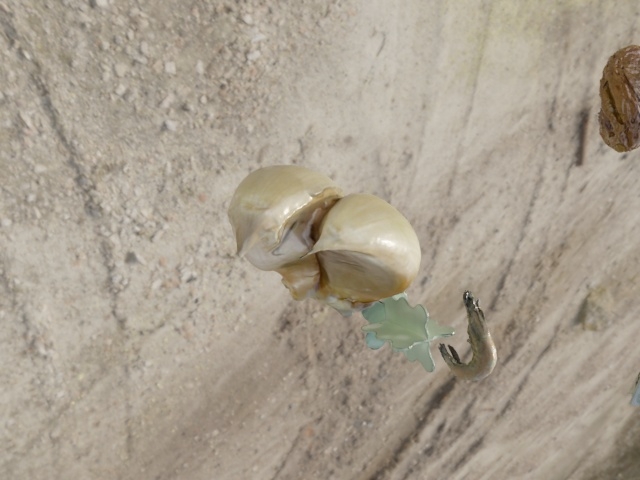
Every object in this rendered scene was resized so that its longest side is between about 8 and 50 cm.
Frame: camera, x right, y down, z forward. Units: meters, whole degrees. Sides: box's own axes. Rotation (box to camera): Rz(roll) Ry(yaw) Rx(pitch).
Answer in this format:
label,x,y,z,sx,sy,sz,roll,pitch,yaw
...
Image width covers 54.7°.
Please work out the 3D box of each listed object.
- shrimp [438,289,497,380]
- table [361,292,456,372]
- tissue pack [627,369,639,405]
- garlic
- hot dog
label,x,y,z,sx,sy,sz,roll,pitch,yaw
shrimp,0.359,0.236,1.529,0.046,0.219,0.152,7,160,-41
table,0.206,0.214,1.472,0.167,0.198,0.166,-4,99,-24
tissue pack,0.615,0.198,1.008,0.145,0.159,0.229,17,105,-15
garlic,0.000,0.000,0.997,0.249,0.286,0.313,-41,149,-11
hot dog,0.600,-0.281,1.211,0.227,0.099,0.160,-61,148,-33
